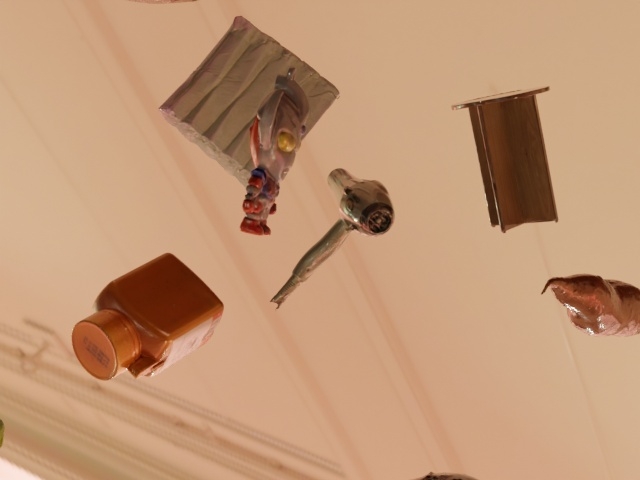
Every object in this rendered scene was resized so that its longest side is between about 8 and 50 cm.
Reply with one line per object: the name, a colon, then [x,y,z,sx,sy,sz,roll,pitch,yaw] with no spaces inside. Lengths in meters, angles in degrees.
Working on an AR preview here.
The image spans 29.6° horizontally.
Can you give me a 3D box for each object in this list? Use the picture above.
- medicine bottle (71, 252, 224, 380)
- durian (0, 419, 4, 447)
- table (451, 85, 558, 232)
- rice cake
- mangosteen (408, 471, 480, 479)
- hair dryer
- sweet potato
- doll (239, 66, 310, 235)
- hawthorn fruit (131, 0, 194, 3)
medicine bottle: [-0.279,0.129,1.912,0.149,0.112,0.222,43,-139,15]
durian: [-0.481,0.264,1.353,0.250,0.139,0.101,1,-172,-23]
table: [0.325,-0.135,2.047,0.167,0.226,0.167,-12,-173,2]
rice cake: [-0.089,-0.178,1.562,0.037,0.189,0.198,-28,-151,57]
mangosteen: [0.157,0.421,1.536,0.211,0.250,0.211,-17,178,-1]
hair dryer: [0.008,-0.027,2.059,0.267,0.092,0.229,-37,-153,19]
sweet potato: [0.235,0.054,1.031,0.056,0.195,0.056,-8,-104,34]
doll: [-0.054,-0.101,1.366,0.062,0.104,0.194,15,-86,33]
hawthorn fruit: [-0.173,-0.402,1.292,0.316,0.316,0.316,-15,-138,14]
